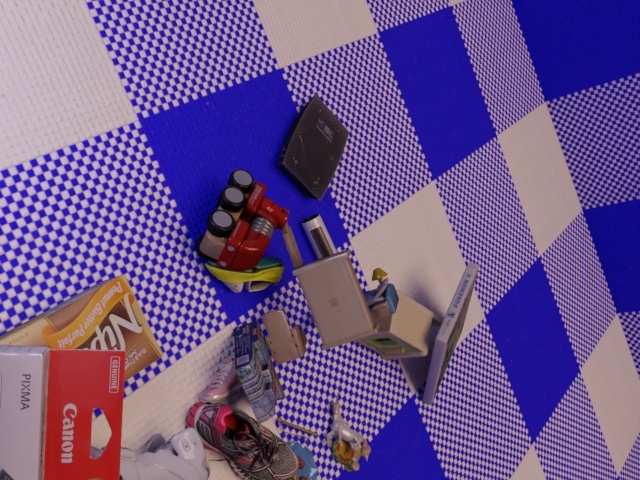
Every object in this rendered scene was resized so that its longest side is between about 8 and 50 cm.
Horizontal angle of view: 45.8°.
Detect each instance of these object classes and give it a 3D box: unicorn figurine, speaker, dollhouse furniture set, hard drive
[{"bbox_3d":[0.060,0.484,1.915,0.162,0.060,0.111,51,30,-19],"label":"unicorn figurine"},{"bbox_3d":[0.000,0.000,1.978,0.055,0.055,0.136,-39,109,-45],"label":"speaker"},{"bbox_3d":[0.019,0.130,1.866,0.303,0.286,0.198,-40,110,-75],"label":"dollhouse furniture set"},{"bbox_3d":[-0.021,-0.245,2.014,0.172,0.054,0.255,44,52,-31],"label":"hard drive"}]

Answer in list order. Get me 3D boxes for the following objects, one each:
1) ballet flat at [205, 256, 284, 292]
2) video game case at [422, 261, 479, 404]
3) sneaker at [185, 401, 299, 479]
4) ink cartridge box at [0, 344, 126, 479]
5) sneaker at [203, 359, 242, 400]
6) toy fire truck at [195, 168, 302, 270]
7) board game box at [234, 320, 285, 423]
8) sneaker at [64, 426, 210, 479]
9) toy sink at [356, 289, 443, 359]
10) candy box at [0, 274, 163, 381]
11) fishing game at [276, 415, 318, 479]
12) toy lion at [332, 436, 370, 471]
[{"bbox_3d":[-0.175,0.083,1.763,0.231,0.077,0.077,-1,110,-48],"label":"ballet flat"},{"bbox_3d":[0.375,0.271,2.195,0.329,0.036,0.300,92,24,-48],"label":"video game case"},{"bbox_3d":[-0.155,0.450,1.653,0.299,0.112,0.121,38,56,-33],"label":"sneaker"},{"bbox_3d":[-0.462,0.324,1.242,0.261,0.066,0.296,3,94,-9],"label":"ink cartridge box"},{"bbox_3d":[-0.215,0.306,1.674,0.134,0.051,0.070,-18,97,-55],"label":"sneaker"},{"bbox_3d":[-0.137,-0.006,1.715,0.246,0.158,0.217,26,45,-7],"label":"toy fire truck"},{"bbox_3d":[-0.133,0.311,1.698,0.194,0.060,0.194,-107,177,-68],"label":"board game box"},{"bbox_3d":[-0.356,0.425,1.439,0.366,0.137,0.210,48,42,-24],"label":"sneaker"},{"bbox_3d":[0.210,0.245,2.075,0.234,0.153,0.131,33,58,-39],"label":"toy sink"},{"bbox_3d":[-0.463,0.213,1.400,0.316,0.087,0.183,-34,104,-46],"label":"candy box"},{"bbox_3d":[-0.066,0.566,1.783,0.189,0.041,0.264,35,57,-33],"label":"fishing game"},{"bbox_3d":[0.074,0.537,1.950,0.096,0.034,0.100,57,45,-10],"label":"toy lion"}]
